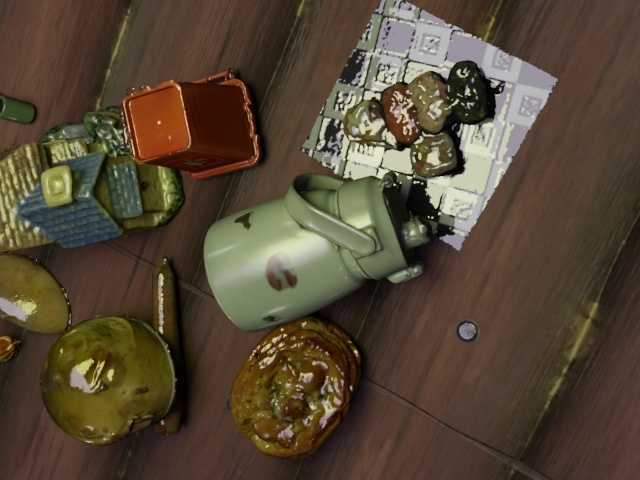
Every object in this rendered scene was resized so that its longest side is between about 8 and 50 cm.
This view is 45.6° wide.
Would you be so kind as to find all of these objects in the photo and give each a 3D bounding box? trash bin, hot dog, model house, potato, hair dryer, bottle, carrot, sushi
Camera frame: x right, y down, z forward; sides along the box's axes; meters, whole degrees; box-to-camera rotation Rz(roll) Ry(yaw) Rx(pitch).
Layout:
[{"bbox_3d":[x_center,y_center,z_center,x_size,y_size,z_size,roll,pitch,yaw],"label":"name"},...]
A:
[{"bbox_3d":[-0.221,-0.208,1.305,0.161,0.239,0.184,-12,88,22],"label":"trash bin"},{"bbox_3d":[-0.052,0.268,1.341,0.196,0.122,0.272,36,104,4],"label":"hot dog"},{"bbox_3d":[-0.463,-0.112,1.396,0.322,0.266,0.261,-10,94,22],"label":"model house"},{"bbox_3d":[-0.634,0.097,1.563,0.261,0.100,0.120,27,104,17],"label":"potato"},{"bbox_3d":[-0.658,-0.284,1.571,0.150,0.071,0.047,29,100,34],"label":"hair dryer"},{"bbox_3d":[0.000,0.000,1.249,0.352,0.229,0.229,-21,87,21],"label":"bottle"},{"bbox_3d":[-0.435,0.259,1.412,0.300,0.196,0.246,-20,74,39],"label":"potato"},{"bbox_3d":[-0.296,0.201,1.462,0.070,0.070,0.342,-2,89,21],"label":"carrot"},{"bbox_3d":[-0.690,0.235,1.632,0.133,0.041,0.056,-21,86,29],"label":"hot dog"},{"bbox_3d":[0.160,-0.203,1.249,0.339,0.069,0.320,34,105,16],"label":"sushi"}]
